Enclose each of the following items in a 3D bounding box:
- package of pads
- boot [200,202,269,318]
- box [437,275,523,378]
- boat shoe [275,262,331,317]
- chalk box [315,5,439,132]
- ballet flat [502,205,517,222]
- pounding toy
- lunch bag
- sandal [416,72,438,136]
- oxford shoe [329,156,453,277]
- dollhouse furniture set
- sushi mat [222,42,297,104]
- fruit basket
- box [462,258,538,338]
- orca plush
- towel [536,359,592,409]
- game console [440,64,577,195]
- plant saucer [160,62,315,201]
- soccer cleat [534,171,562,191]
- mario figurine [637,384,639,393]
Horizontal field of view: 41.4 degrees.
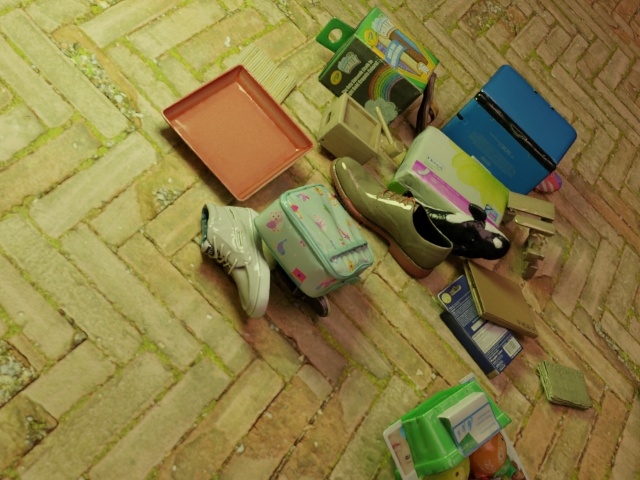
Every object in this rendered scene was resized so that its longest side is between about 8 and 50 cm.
[{"bbox_3d":[0.334,-0.130,2.147,0.296,0.101,0.229,39,44,-8],"label":"package of pads"},{"bbox_3d":[-0.177,0.037,1.653,0.123,0.095,0.258,10,45,-25],"label":"boot"},{"bbox_3d":[0.365,0.197,1.975,0.225,0.036,0.136,53,43,6],"label":"box"},{"bbox_3d":[-0.038,0.100,1.731,0.049,0.056,0.152,-24,66,-40],"label":"boat shoe"},{"bbox_3d":[0.126,-0.459,2.175,0.289,0.180,0.179,40,43,-8],"label":"chalk box"},{"bbox_3d":[0.464,-0.122,2.276,0.168,0.052,0.057,48,43,2],"label":"ballet flat"},{"bbox_3d":[0.100,-0.254,2.075,0.206,0.094,0.181,37,38,-23],"label":"pounding toy"},{"bbox_3d":[0.000,0.000,1.730,0.224,0.108,0.279,52,21,6],"label":"lunch bag"},{"bbox_3d":[0.291,-0.355,2.244,0.049,0.072,0.180,11,93,-7],"label":"sandal"},{"bbox_3d":[0.170,-0.080,1.962,0.348,0.130,0.123,46,43,-1],"label":"oxford shoe"},{"bbox_3d":[0.514,-0.012,2.184,0.123,0.151,0.144,16,48,-4],"label":"dollhouse furniture set"},{"bbox_3d":[-0.168,-0.346,1.983,0.151,0.019,0.316,38,44,-7],"label":"sushi mat"},{"bbox_3d":[0.300,0.463,1.641,0.327,0.165,0.353,-20,76,-44],"label":"fruit basket"},{"bbox_3d":[0.433,0.141,2.044,0.201,0.021,0.164,24,38,-33],"label":"box"},{"bbox_3d":[0.311,-0.022,2.009,0.287,0.151,0.102,37,37,-7],"label":"orca plush"},{"bbox_3d":[0.588,0.349,2.041,0.148,0.027,0.110,16,50,-27],"label":"towel"},{"bbox_3d":[0.515,-0.288,2.328,0.293,0.250,0.173,44,26,-2],"label":"game console"},{"bbox_3d":[-0.180,-0.231,1.843,0.258,0.048,0.259,48,54,1],"label":"plant saucer"},{"bbox_3d":[0.607,-0.210,2.421,0.248,0.095,0.083,23,49,-21],"label":"soccer cleat"},{"bbox_3d":[0.940,0.474,2.109,0.198,0.170,0.320,-16,57,-7],"label":"mario figurine"}]
